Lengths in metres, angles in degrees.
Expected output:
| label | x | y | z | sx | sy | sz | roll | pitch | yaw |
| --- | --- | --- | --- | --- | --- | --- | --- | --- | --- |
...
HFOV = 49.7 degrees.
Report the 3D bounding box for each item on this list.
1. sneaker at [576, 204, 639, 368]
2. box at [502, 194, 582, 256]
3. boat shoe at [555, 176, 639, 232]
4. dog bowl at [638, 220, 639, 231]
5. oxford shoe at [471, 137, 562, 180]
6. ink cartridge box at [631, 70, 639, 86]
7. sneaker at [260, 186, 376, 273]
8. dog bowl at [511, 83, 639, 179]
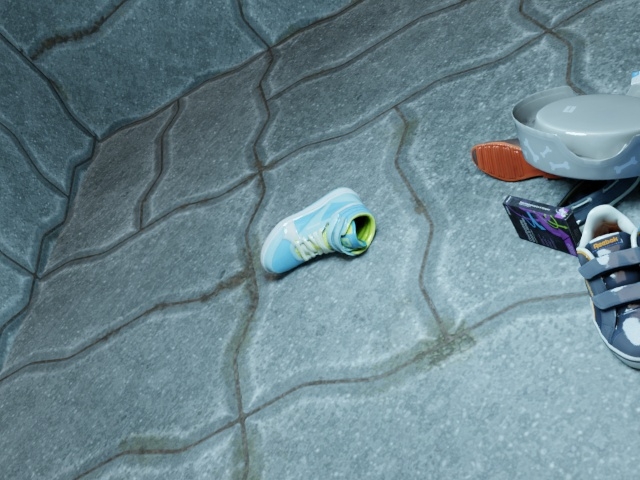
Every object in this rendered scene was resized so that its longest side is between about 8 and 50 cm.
| label | x | y | z | sx | sy | sz | roll | pitch | yaw |
| --- | --- | --- | --- | --- | --- | --- | --- | --- | --- |
| sneaker | 0.529 | 0.071 | 1.229 | 0.126 | 0.127 | 0.321 | -20 | 39 | 19 |
| box | 0.458 | -0.030 | 1.417 | 0.029 | 0.116 | 0.162 | -46 | 35 | -13 |
| boat shoe | 0.583 | -0.121 | 1.449 | 0.254 | 0.079 | 0.095 | -41 | 27 | -11 |
| dog bowl | 0.711 | -0.058 | 1.207 | 0.297 | 0.074 | 0.166 | -5 | 17 | 36 |
| oxford shoe | 0.489 | -0.201 | 1.635 | 0.271 | 0.097 | 0.098 | 12 | 38 | 39 |
| ink cartridge box | 0.784 | -0.383 | 1.637 | 0.083 | 0.028 | 0.048 | -7 | 44 | 35 |
| sneaker | 0.000 | 0.000 | 1.766 | 0.319 | 0.127 | 0.208 | -39 | 33 | -4 |
| dog bowl | 0.581 | -0.232 | 1.450 | 0.348 | 0.102 | 0.349 | -7 | 27 | 3 |
